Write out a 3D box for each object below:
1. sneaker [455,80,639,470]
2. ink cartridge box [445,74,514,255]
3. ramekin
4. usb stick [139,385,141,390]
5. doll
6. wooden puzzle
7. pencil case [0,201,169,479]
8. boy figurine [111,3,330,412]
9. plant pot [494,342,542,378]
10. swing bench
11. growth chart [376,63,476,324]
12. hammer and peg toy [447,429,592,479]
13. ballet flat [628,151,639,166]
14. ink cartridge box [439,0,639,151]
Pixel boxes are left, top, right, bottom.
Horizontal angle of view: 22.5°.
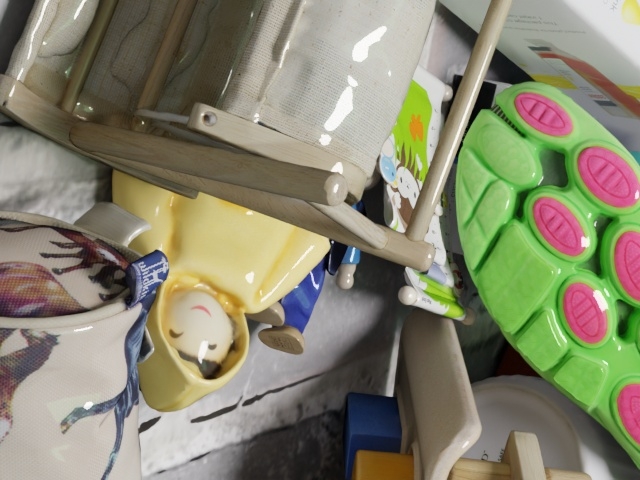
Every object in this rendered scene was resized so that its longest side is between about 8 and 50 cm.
[{"bbox_3d":[0.277,0.073,1.454,0.482,0.185,0.202,55,10,-9],"label":"sneaker"},{"bbox_3d":[0.212,-0.062,1.600,0.333,0.065,0.165,7,98,-58],"label":"ink cartridge box"},{"bbox_3d":[0.193,0.253,1.540,0.127,0.273,0.272,27,81,-48],"label":"ramekin"},{"bbox_3d":[-0.059,-0.005,1.195,0.278,0.045,0.077,-57,139,-26],"label":"usb stick"},{"bbox_3d":[0.000,0.000,1.297,0.129,0.046,0.189,57,49,-41],"label":"doll"},{"bbox_3d":[0.049,0.254,1.366,0.322,0.081,0.347,-91,-168,-73],"label":"wooden puzzle"},{"bbox_3d":[-0.177,0.184,0.985,0.184,0.160,0.410,-15,118,-39],"label":"pencil case"},{"bbox_3d":[-0.069,-0.023,1.100,0.177,0.092,0.285,30,69,-24],"label":"boy figurine"},{"bbox_3d":[0.307,0.218,1.726,0.236,0.267,0.267,43,67,-46],"label":"plant pot"},{"bbox_3d":[-0.026,-0.148,0.980,0.165,0.255,0.253,33,76,-62],"label":"swing bench"},{"bbox_3d":[0.085,-0.048,1.370,0.172,0.021,0.237,10,74,-64],"label":"growth chart"},{"bbox_3d":[0.155,0.350,1.258,0.361,0.127,0.266,-93,-168,-59],"label":"hammer and peg toy"},{"bbox_3d":[0.352,-0.207,1.663,0.106,0.108,0.316,29,62,-72],"label":"ballet flat"},{"bbox_3d":[0.278,-0.272,1.418,0.385,0.160,0.279,30,77,-44],"label":"ink cartridge box"}]
